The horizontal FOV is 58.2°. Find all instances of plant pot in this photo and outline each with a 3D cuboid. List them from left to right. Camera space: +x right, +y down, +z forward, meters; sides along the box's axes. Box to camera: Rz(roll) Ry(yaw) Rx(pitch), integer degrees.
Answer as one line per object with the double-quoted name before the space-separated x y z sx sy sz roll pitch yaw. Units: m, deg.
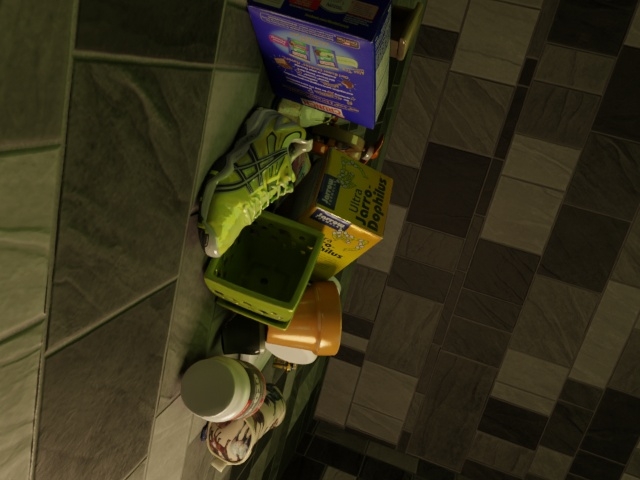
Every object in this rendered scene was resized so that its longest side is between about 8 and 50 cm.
"plant pot" -0.135 0.080 1.420 0.207 0.227 0.228 101 11 -61
"plant pot" -0.057 0.212 1.569 0.205 0.188 0.204 -179 -90 -78

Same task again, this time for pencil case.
"pencil case" -0.232 0.581 1.852 0.183 0.160 0.410 -52 170 6

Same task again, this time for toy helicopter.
"toy helicopter" 0.093 -0.308 1.852 0.355 0.235 0.140 12 95 -79

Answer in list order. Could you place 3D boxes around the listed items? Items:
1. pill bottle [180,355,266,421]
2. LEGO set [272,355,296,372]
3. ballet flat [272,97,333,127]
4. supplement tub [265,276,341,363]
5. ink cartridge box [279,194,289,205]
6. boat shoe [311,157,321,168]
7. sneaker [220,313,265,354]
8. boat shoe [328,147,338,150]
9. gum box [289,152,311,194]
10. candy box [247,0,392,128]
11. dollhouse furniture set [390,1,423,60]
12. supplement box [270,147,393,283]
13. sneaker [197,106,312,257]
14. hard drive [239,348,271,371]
"pill bottle" -0.246 0.382 1.478 0.283 0.162 0.161 64 44 -74
"LEGO set" -0.056 0.335 2.140 0.255 0.192 0.331 -74 174 -60
"ballet flat" -0.028 -0.352 1.540 0.316 0.106 0.107 -45 150 -66
"supplement tub" -0.058 0.236 1.832 0.191 0.191 0.272 91 20 -55
"ink cartridge box" -0.067 -0.104 1.814 0.175 0.073 0.127 -59 163 -51
"boat shoe" 0.016 -0.150 1.935 0.095 0.095 0.257 -5 92 -36
"sneaker" -0.218 0.211 1.588 0.083 0.118 0.221 105 -20 -48
"boat shoe" 0.041 -0.263 2.092 0.077 0.070 0.219 85 25 -62
"gum box" -0.081 -0.205 1.620 0.188 0.062 0.107 69 41 -72
"candy box" 0.011 -0.404 1.240 0.317 0.268 0.122 77 36 -70
"dollhouse furniture set" 0.126 -0.676 1.401 0.394 0.257 0.362 91 20 -55
"supplement box" 0.010 -0.049 1.545 0.356 0.195 0.194 -42 -151 54
"sneaker" -0.140 -0.129 1.245 0.145 0.147 0.384 87 24 -64
"hard drive" -0.194 0.291 1.875 0.233 0.047 0.352 -53 158 -59
